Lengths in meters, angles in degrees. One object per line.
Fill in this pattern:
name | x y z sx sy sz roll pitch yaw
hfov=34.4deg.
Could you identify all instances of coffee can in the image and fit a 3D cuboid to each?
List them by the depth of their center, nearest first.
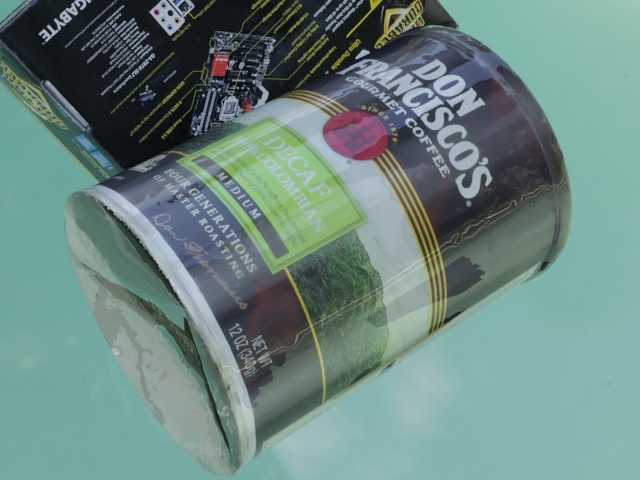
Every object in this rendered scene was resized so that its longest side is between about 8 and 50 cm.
coffee can | 0.000 0.000 0.693 0.275 0.201 0.201 -30 49 -26

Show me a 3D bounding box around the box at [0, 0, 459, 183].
box | -0.069 -0.165 0.836 0.322 0.257 0.079 -50 23 -20
